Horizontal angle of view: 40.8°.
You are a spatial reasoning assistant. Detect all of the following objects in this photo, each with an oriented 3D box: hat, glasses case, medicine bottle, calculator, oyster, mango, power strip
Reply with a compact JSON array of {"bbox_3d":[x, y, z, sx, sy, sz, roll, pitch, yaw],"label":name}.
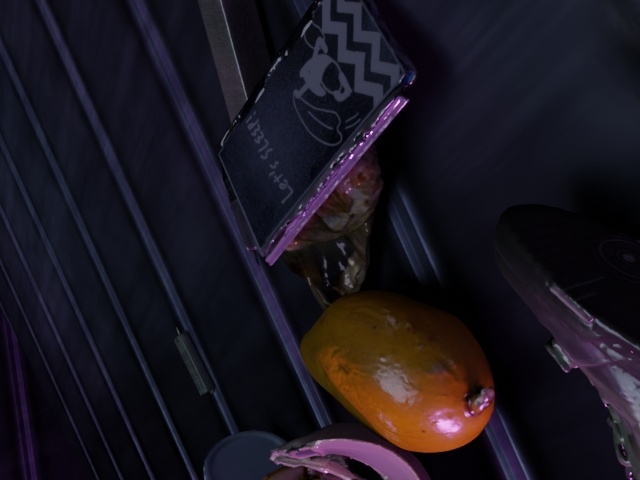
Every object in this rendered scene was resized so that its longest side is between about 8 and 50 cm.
[{"bbox_3d":[0.067,0.255,0.962,0.219,0.164,0.226,39,137,10],"label":"hat"},{"bbox_3d":[-0.087,-0.205,0.962,0.071,0.047,0.205,18,126,59],"label":"glasses case"},{"bbox_3d":[-0.099,0.463,1.374,0.158,0.158,0.318,34,138,44],"label":"medicine bottle"},{"bbox_3d":[-0.018,-0.110,0.822,0.274,0.028,0.165,-48,53,39],"label":"calculator"},{"bbox_3d":[0.001,0.004,0.938,0.166,0.094,0.294,30,142,35],"label":"oyster"},{"bbox_3d":[0.067,0.131,0.878,0.176,0.119,0.317,52,156,-14],"label":"mango"},{"bbox_3d":[-0.231,0.217,1.555,0.136,0.019,0.051,63,153,5],"label":"power strip"}]

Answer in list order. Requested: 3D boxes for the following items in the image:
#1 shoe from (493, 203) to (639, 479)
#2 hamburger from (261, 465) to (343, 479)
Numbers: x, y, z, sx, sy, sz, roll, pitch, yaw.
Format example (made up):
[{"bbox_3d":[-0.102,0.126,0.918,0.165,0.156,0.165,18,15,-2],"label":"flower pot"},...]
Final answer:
[{"bbox_3d":[0.223,0.104,0.603,0.293,0.109,0.149,41,137,31],"label":"shoe"},{"bbox_3d":[-0.032,0.391,1.194,0.210,0.173,0.116,82,161,-50],"label":"hamburger"}]
